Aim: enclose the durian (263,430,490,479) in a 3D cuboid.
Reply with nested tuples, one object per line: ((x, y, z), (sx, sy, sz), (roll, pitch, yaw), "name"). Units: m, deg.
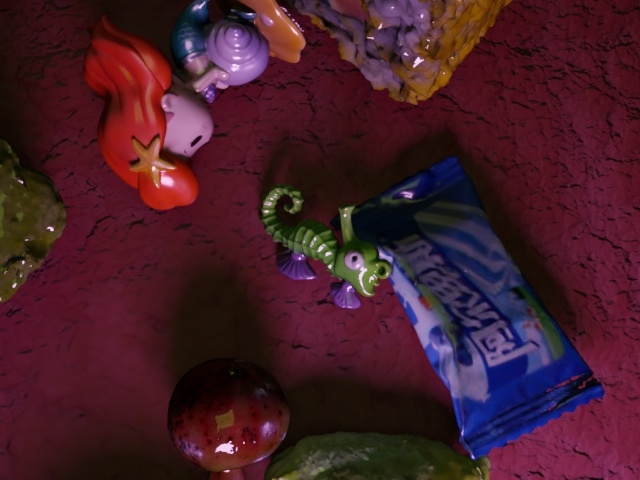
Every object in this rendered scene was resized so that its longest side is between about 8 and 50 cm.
((0.062, 0.275, 0.859), (0.250, 0.101, 0.139), (8, 77, -3), "durian")

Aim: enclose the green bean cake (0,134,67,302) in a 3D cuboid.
((-0.455, -0.021, 0.774), (0.319, 0.218, 0.335), (45, 70, -17), "green bean cake")

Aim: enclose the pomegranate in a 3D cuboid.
((-0.107, 0.205, 0.853), (0.129, 0.129, 0.159), (23, 86, 0), "pomegranate")

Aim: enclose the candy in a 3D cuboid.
((0.166, 0.072, 0.925), (0.187, 0.077, 0.331), (-26, 79, -11), "candy")

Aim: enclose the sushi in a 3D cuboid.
((0.057, -0.367, 0.848), (0.351, 0.396, 0.240), (42, 81, 10), "sushi")

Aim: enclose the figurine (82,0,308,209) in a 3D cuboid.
((-0.164, -0.183, 0.911), (0.257, 0.181, 0.208), (-49, 126, -10), "figurine")

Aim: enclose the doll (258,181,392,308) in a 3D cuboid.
((0.000, 0.000, 0.913), (0.190, 0.050, 0.115), (28, 109, 27), "doll")
